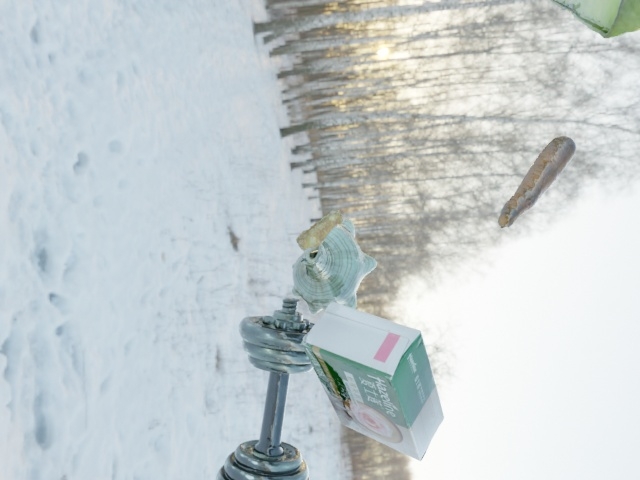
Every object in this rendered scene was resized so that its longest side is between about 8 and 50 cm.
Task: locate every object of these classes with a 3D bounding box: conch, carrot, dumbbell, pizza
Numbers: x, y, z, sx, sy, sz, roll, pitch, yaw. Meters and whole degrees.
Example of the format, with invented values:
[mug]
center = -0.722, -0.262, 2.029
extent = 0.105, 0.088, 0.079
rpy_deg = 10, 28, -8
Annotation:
[conch]
center = 0.026, 0.040, 0.884
extent = 0.137, 0.114, 0.234
rpy_deg = -56, -177, -25
[carrot]
center = 0.406, -0.107, 1.112
extent = 0.248, 0.059, 0.059
rpy_deg = -49, 163, -16
[dumbbell]
center = -0.083, 0.306, 1.072
extent = 0.179, 0.179, 0.405
rpy_deg = 2, 96, -90
[pizza]
center = 0.000, 0.000, 1.477
extent = 0.046, 0.134, 0.174
rpy_deg = 30, -76, 61

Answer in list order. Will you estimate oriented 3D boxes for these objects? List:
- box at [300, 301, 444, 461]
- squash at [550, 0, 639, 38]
[box]
center = 0.073, 0.184, 0.763
extent = 0.081, 0.135, 0.199
rpy_deg = -51, 137, -29
[squash]
center = 0.226, -0.360, 0.437
extent = 0.309, 0.210, 0.233
rpy_deg = 49, 22, -31
